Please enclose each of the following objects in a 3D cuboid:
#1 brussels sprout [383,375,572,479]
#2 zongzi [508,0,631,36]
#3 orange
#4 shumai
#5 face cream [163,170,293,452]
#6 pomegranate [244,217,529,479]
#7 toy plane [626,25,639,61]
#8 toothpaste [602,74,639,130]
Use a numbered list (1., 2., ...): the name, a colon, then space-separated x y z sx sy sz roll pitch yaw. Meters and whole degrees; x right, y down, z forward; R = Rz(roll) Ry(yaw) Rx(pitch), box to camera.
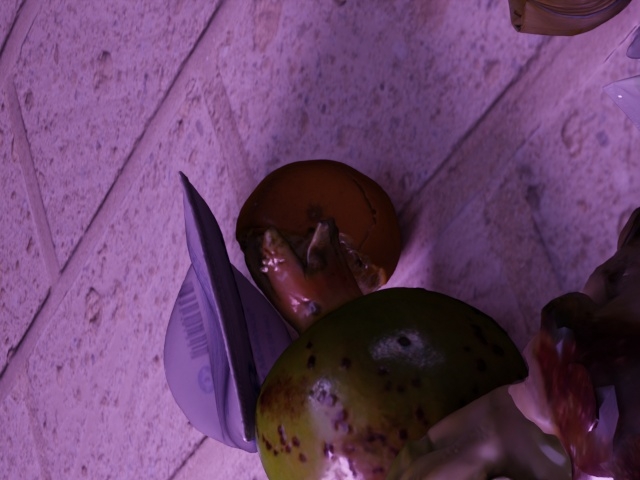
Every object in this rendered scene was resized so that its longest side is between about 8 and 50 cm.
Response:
1. brussels sprout: 0.166 0.264 1.080 0.328 0.247 0.328 0 90 22
2. zongzi: 0.183 -0.267 1.100 0.256 0.115 0.228 -11 -74 -80
3. orange: 0.000 0.000 1.462 0.134 0.157 0.156 60 -166 -67
4. shumai: 0.261 0.025 0.896 0.346 0.283 0.217 13 102 60
5. face cream: -0.095 0.094 1.483 0.420 0.137 0.234 92 166 -78
6. pomegranate: 0.058 0.108 1.293 0.231 0.231 0.286 -29 64 55
7. toy plane: 0.259 -0.236 1.072 0.273 0.107 0.182 -57 44 45
8. toothpaste: 0.315 -0.117 1.024 0.314 0.056 0.058 -20 75 56
